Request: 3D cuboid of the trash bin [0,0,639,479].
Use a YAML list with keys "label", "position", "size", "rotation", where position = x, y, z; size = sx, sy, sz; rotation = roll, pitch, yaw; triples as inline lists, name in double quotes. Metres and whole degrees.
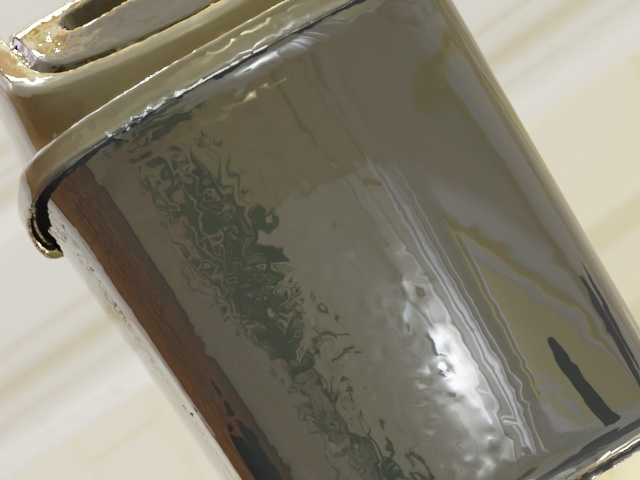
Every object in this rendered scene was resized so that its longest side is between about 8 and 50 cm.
- label: "trash bin"
  position: [0.000, 0.000, 0.841]
  size: [0.290, 0.209, 0.182]
  rotation: [58, -11, 8]
